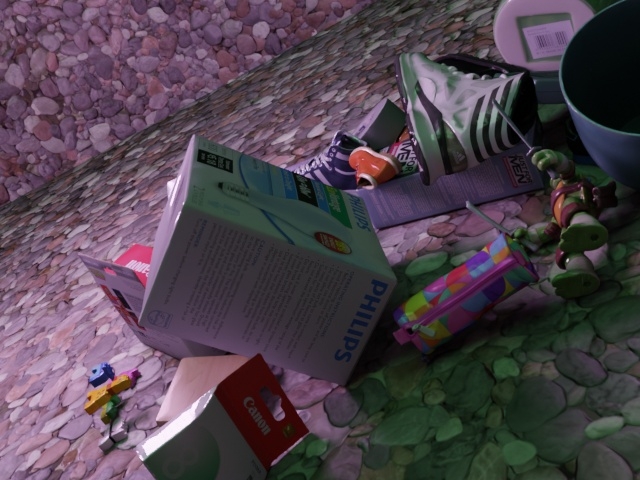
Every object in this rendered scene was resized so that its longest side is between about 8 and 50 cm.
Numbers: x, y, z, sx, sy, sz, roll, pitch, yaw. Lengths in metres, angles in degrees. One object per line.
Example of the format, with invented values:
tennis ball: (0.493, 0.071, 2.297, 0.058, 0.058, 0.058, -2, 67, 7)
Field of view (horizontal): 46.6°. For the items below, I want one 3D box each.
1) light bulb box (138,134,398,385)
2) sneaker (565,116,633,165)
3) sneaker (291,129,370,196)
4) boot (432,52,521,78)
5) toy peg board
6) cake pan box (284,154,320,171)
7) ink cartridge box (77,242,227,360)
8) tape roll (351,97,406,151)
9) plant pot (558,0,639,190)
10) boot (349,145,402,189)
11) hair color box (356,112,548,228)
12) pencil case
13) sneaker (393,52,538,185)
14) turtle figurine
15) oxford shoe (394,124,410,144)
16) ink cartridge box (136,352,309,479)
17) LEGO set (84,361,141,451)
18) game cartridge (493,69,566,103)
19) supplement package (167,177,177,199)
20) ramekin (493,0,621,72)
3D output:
light bulb box: (-0.097, 0.024, 1.305, 0.358, 0.361, 0.225, -106, 38, -63)
sneaker: (0.556, -0.189, 1.383, 0.081, 0.090, 0.232, -42, 28, -25)
sneaker: (-0.007, -0.172, 1.745, 0.282, 0.153, 0.099, -2, 33, 12)
boot: (0.302, -0.372, 1.857, 0.260, 0.131, 0.348, -24, 23, -24)
toy peg board: (-0.185, 0.288, 1.329, 0.160, 0.079, 0.161, -5, 32, 13)
cake pan box: (-0.104, -0.104, 1.934, 0.245, 0.070, 0.267, -22, 27, 20)
ink cartridge box: (-0.337, 0.108, 1.558, 0.130, 0.272, 0.309, -44, 30, -26)
tape roll: (0.122, -0.248, 1.854, 0.219, 0.072, 0.219, -50, 9, 11)
plant pot: (0.554, -0.213, 1.204, 0.292, 0.235, 0.293, -13, 54, 19)
boot: (0.094, -0.151, 1.572, 0.084, 0.059, 0.158, -43, 29, -15)
hair color box: (0.280, -0.156, 1.582, 0.374, 0.114, 0.185, -14, 30, 28)
pencil case: (0.225, 0.088, 1.172, 0.236, 0.104, 0.104, -39, 24, 14)
sneaker: (0.300, -0.281, 1.520, 0.257, 0.169, 0.448, -15, 36, 9)
turtle figurine: (0.356, -0.044, 1.219, 0.198, 0.274, 0.266, -55, 17, 31)
oxford shoe: (0.219, -0.249, 1.759, 0.076, 0.076, 0.212, 8, -5, -13)
ink cartridge box: (-0.131, 0.305, 1.100, 0.224, 0.181, 0.056, -35, 27, -14)
LEGO set: (-0.409, 0.303, 1.496, 0.093, 0.087, 0.227, -28, 27, 4)
game cartridge: (0.527, -0.327, 1.569, 0.297, 0.062, 0.198, -7, 23, -21)
supplement package: (-0.236, -0.040, 1.732, 0.149, 0.203, 0.194, -23, 51, 15)
ramekin: (0.555, -0.514, 1.743, 0.303, 0.303, 0.148, -2, 45, 43)
